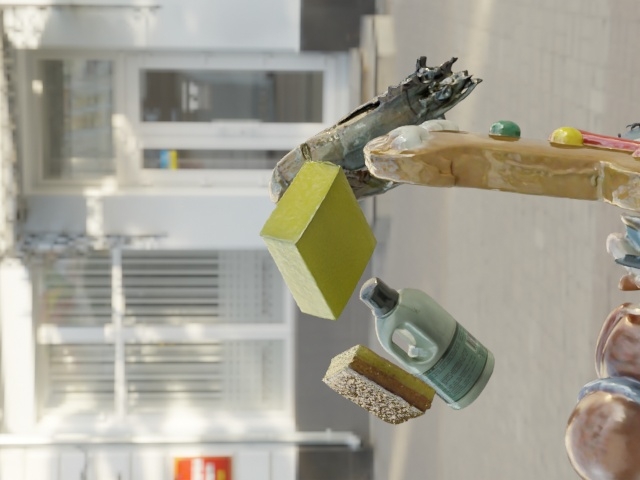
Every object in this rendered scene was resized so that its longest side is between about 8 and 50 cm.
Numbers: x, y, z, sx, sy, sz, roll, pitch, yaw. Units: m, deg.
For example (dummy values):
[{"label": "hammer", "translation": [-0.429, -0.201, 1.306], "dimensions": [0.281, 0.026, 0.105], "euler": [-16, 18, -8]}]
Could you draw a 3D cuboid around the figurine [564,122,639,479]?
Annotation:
[{"label": "figurine", "translation": [0.424, 0.085, 1.309], "dimensions": [0.248, 0.277, 0.388], "euler": [-77, -11, -67]}]

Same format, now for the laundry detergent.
[{"label": "laundry detergent", "translation": [0.138, 0.129, 1.574], "dimensions": [0.099, 0.226, 0.070], "euler": [-54, 26, -12]}]

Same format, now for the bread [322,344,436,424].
[{"label": "bread", "translation": [0.057, 0.146, 1.173], "dimensions": [0.035, 0.094, 0.090], "euler": [-62, 10, -24]}]

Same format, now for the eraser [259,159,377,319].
[{"label": "eraser", "translation": [0.000, 0.000, 1.082], "dimensions": [0.097, 0.045, 0.122], "euler": [-61, -35, -26]}]

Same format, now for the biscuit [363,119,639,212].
[{"label": "biscuit", "translation": [0.209, -0.052, 0.805], "dimensions": [0.216, 0.340, 0.047], "euler": [-32, -51, -75]}]

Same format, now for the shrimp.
[{"label": "shrimp", "translation": [0.077, -0.106, 1.414], "dimensions": [0.075, 0.289, 0.178], "euler": [59, -170, 29]}]
